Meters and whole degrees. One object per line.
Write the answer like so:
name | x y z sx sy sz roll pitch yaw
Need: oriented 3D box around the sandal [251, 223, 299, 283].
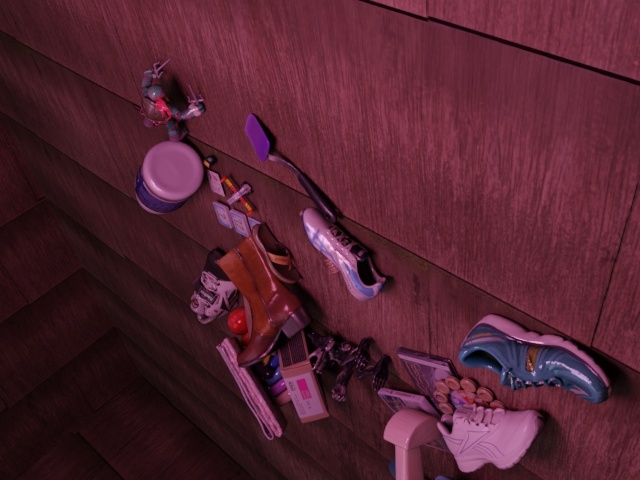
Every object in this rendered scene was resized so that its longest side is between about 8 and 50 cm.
sandal | -0.105 0.032 1.708 0.049 0.072 0.180 -23 105 34

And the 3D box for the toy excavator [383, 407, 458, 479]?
toy excavator | 0.283 0.651 1.642 0.445 0.433 0.222 25 172 -39

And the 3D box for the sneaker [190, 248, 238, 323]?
sneaker | -0.331 0.159 2.111 0.122 0.146 0.331 40 150 22

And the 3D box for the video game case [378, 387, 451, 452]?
video game case | 0.254 0.448 1.699 0.201 0.023 0.183 50 156 -16

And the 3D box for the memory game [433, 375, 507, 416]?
memory game | 0.328 0.365 1.493 0.186 0.012 0.186 27 141 24

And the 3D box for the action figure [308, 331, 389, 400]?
action figure | 0.045 0.313 1.748 0.164 0.141 0.275 47 154 -20

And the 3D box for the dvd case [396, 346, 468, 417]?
dvd case | 0.276 0.345 1.572 0.164 0.018 0.221 4 128 55

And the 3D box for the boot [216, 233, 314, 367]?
boot | -0.189 0.163 1.777 0.264 0.096 0.280 -41 82 32

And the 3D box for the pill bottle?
pill bottle | -0.408 -0.156 1.809 0.153 0.153 0.264 53 156 -6

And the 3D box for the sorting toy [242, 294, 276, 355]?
sorting toy | -0.174 0.228 1.995 0.208 0.038 0.193 177 85 -66

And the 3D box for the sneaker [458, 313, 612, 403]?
sneaker | 0.365 0.224 1.186 0.275 0.110 0.107 17 138 46

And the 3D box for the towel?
towel | -0.207 0.447 2.107 0.332 0.053 0.317 59 176 7

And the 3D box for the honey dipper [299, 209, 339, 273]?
honey dipper | 0.000 0.000 1.541 0.030 0.030 0.161 -9 114 59

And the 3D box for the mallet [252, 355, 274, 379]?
mallet | -0.141 0.326 2.041 0.062 0.039 0.190 31 104 20

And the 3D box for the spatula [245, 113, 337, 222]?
spatula | -0.065 -0.148 1.445 0.296 0.030 0.084 46 152 9

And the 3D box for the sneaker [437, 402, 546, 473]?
sneaker | 0.341 0.396 1.415 0.129 0.111 0.297 49 143 3

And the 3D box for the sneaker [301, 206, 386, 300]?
sneaker | 0.051 0.019 1.443 0.237 0.085 0.086 51 128 2

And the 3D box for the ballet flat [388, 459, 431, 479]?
ballet flat | 0.279 0.702 1.962 0.203 0.074 0.074 21 141 40

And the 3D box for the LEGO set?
LEGO set | -0.233 -0.096 1.738 0.182 0.060 0.244 25 144 33

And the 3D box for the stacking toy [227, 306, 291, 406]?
stacking toy | -0.174 0.348 2.137 0.330 0.141 0.141 52 153 6

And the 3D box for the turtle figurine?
turtle figurine | -0.367 -0.321 1.600 0.175 0.118 0.234 47 158 6

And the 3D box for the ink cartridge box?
ink cartridge box | -0.054 0.357 1.907 0.193 0.088 0.235 -105 -1 -53
